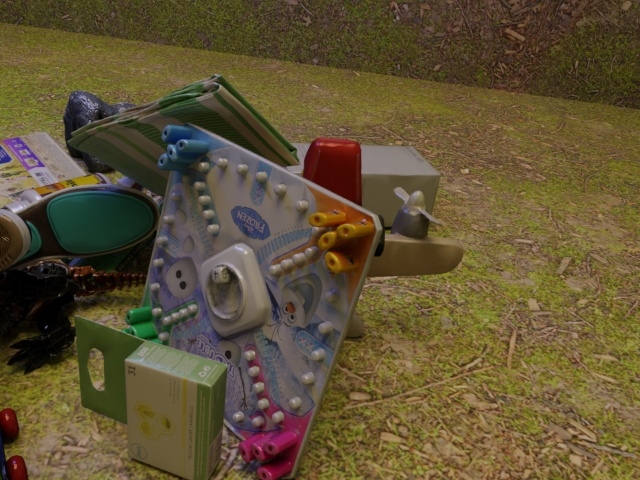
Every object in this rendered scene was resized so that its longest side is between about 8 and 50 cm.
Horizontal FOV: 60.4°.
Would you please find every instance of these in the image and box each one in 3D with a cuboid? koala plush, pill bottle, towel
[{"bbox_3d":[-0.579,-0.328,1.540,0.221,0.203,0.196,-21,41,-39],"label":"koala plush"},{"bbox_3d":[-0.559,-0.068,1.193,0.117,0.117,0.215,29,37,32],"label":"pill bottle"},{"bbox_3d":[-0.227,-0.157,0.941,0.324,0.248,0.038,-11,64,27],"label":"towel"}]

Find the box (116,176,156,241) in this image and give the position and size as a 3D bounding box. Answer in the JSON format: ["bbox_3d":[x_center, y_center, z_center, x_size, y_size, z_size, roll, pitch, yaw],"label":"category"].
[{"bbox_3d":[-0.355,-0.071,1.242,0.203,0.114,0.103,25,35,30],"label":"box"}]

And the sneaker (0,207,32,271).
[{"bbox_3d":[-0.498,-0.006,0.847,0.282,0.099,0.153,-15,12,29],"label":"sneaker"}]

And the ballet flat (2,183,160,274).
[{"bbox_3d":[-0.502,-0.025,1.050,0.400,0.139,0.139,-17,34,-3],"label":"ballet flat"}]

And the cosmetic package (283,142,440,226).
[{"bbox_3d":[0.083,-0.144,1.409,0.384,0.156,0.217,-3,30,-14],"label":"cosmetic package"}]

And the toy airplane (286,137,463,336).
[{"bbox_3d":[0.000,0.000,0.949,0.386,0.384,0.272,36,39,-38],"label":"toy airplane"}]

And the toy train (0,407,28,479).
[{"bbox_3d":[-0.462,0.215,0.714,0.105,0.143,0.248,-13,36,-30],"label":"toy train"}]

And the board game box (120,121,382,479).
[{"bbox_3d":[-0.135,0.073,0.777,0.390,0.390,0.050,30,21,33],"label":"board game box"}]

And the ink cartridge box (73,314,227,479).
[{"bbox_3d":[-0.243,0.211,0.735,0.235,0.171,0.056,14,26,12],"label":"ink cartridge box"}]

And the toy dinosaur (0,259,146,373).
[{"bbox_3d":[-0.477,0.085,0.940,0.322,0.164,0.218,-29,25,-14],"label":"toy dinosaur"}]

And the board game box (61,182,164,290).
[{"bbox_3d":[-0.393,-0.026,1.116,0.136,0.030,0.260,29,69,29],"label":"board game box"}]

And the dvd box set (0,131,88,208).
[{"bbox_3d":[-0.780,-0.126,1.267,0.420,0.062,0.307,-24,50,-40],"label":"dvd box set"}]
